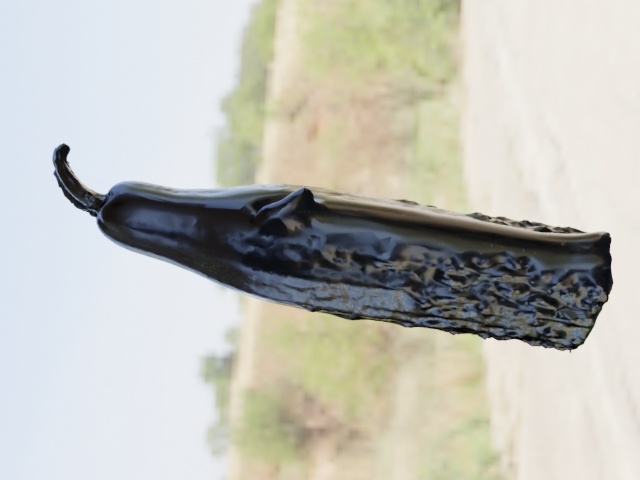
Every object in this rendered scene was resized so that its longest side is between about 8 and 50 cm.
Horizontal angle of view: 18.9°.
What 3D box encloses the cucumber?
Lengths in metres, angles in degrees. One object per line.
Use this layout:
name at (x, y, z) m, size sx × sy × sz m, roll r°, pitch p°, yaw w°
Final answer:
cucumber at (0.000, 0.000, 0.541) m, size 0.039 × 0.163 × 0.043 m, roll 94°, pitch -175°, yaw -53°
